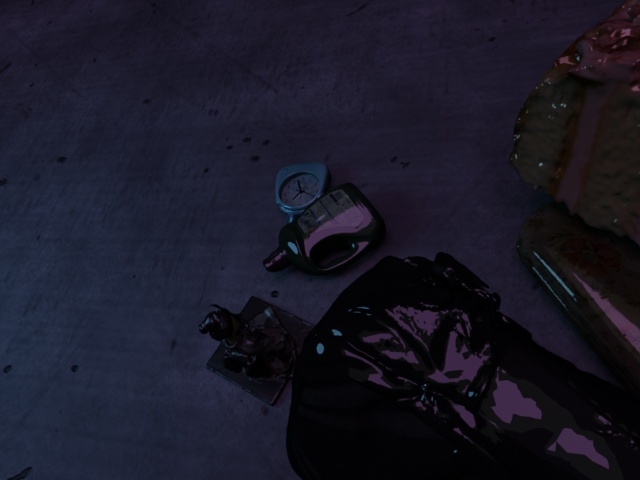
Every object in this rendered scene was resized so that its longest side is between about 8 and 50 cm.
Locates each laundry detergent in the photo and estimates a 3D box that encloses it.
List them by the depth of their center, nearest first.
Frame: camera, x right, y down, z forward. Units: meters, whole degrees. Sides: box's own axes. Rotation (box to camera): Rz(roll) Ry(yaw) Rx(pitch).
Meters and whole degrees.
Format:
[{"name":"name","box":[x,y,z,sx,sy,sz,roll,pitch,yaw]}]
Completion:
[{"name":"laundry detergent","box":[0.000,0.000,0.976,0.222,0.078,0.144,-35,64,-5]}]

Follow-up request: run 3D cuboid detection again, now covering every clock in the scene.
[{"name":"clock","box":[-0.037,-0.086,1.064,0.108,0.045,0.147,-4,58,17]}]

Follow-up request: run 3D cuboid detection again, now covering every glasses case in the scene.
[{"name":"glasses case","box":[0.442,0.103,0.744,0.156,0.098,0.425,-24,53,-7]}]

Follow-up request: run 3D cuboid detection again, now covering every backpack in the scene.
[{"name":"backpack","box":[0.187,0.230,0.616,0.446,0.363,0.255,29,40,25]}]

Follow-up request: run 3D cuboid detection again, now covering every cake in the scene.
[{"name":"cake","box":[0.487,-0.167,0.737,0.314,0.293,0.307,-30,52,-24]}]

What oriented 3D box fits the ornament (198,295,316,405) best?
[{"name":"ornament","box":[-0.120,0.142,0.854,0.166,0.196,0.153,20,68,27]}]
